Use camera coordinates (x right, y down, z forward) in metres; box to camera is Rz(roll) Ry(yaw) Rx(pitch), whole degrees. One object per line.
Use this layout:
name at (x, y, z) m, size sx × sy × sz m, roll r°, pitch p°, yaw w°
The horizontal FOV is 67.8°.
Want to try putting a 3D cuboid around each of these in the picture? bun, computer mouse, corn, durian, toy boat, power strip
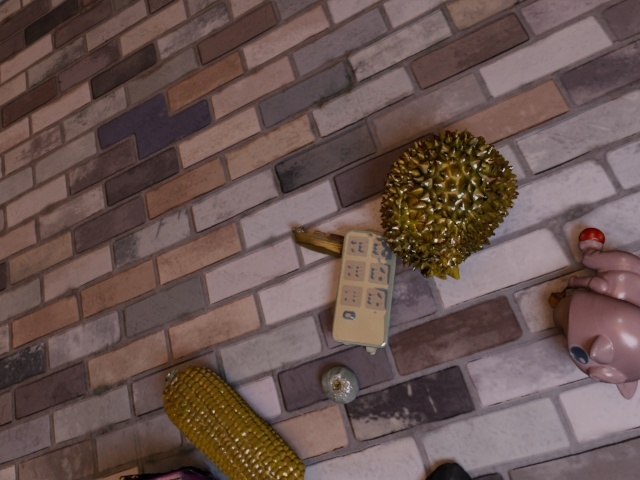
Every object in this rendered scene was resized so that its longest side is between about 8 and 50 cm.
bun at (0.040, 0.302, 0.998) m, size 0.083 × 0.045 × 0.083 m, roll -4°, pitch 79°, yaw 21°
computer mouse at (0.227, 0.503, 0.860) m, size 0.106 × 0.062 × 0.192 m, roll 11°, pitch 79°, yaw 24°
corn at (-0.184, 0.412, 1.010) m, size 0.387 × 0.144 × 0.144 m, roll 34°, pitch 90°, yaw 21°
durian at (0.233, -0.077, 0.926) m, size 0.258 × 0.258 × 0.292 m, roll 33°, pitch 95°, yaw 26°
toy boat at (0.000, 0.000, 1.097) m, size 0.149 × 0.047 × 0.048 m, roll 16°, pitch 68°, yaw 20°
power strip at (0.096, 0.103, 1.016) m, size 0.118 × 0.046 × 0.270 m, roll 7°, pitch 78°, yaw 6°

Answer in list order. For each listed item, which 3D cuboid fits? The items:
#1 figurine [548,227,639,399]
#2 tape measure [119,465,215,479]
figurine at (0.506, 0.118, 0.827) m, size 0.186 × 0.176 × 0.287 m, roll -20°, pitch 42°, yaw 59°
tape measure at (-0.328, 0.544, 0.979) m, size 0.245 × 0.231 × 0.149 m, roll -16°, pitch 67°, yaw -1°
